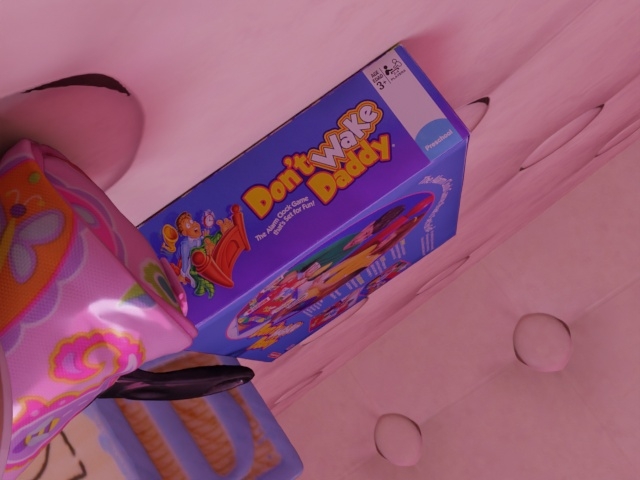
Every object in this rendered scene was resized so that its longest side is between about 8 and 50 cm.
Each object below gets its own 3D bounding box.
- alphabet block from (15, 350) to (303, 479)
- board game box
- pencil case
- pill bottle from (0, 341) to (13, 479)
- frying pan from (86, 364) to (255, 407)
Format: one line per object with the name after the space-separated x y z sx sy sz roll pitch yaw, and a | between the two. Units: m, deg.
-0.172 0.219 0.819 0.197 0.192 0.193 -41 164 31 | alphabet block
0.000 0.000 0.701 0.233 0.078 0.347 -35 168 0 | board game box
-0.192 0.083 0.367 0.284 0.124 0.124 -40 168 -5 | pencil case
-0.187 0.038 0.177 0.153 0.153 0.264 -34 167 -4 | pill bottle
-0.166 0.084 0.546 0.326 0.053 0.197 -17 156 -32 | frying pan
